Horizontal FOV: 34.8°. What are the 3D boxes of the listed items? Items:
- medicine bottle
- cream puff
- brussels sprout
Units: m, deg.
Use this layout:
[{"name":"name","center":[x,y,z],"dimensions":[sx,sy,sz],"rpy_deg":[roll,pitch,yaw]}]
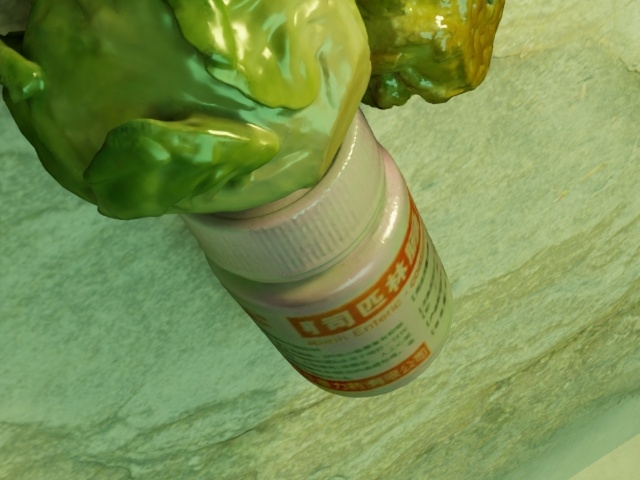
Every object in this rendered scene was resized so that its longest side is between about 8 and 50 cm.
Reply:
[{"name":"medicine bottle","center":[0.000,0.000,1.071],"dimensions":[0.219,0.219,0.388],"rpy_deg":[-40,145,-7]},{"name":"cream puff","center":[0.088,-0.238,0.930],"dimensions":[0.196,0.244,0.244],"rpy_deg":[-13,147,13]},{"name":"brussels sprout","center":[-0.106,-0.145,0.788],"dimensions":[0.294,0.227,0.260],"rpy_deg":[18,106,-5]}]
